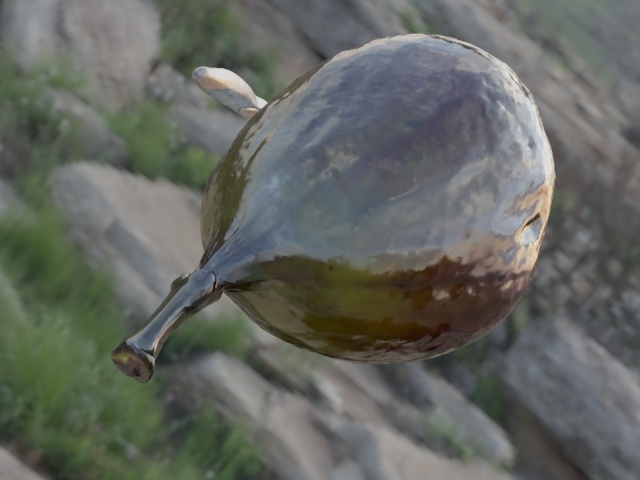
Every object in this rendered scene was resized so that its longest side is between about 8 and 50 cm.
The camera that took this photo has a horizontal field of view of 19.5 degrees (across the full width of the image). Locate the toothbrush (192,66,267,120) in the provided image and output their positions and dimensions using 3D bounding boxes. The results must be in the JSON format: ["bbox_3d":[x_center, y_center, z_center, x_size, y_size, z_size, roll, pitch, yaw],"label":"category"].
[{"bbox_3d":[-0.061,-0.119,1.663,0.375,0.028,0.037,26,49,-77],"label":"toothbrush"}]

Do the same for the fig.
[{"bbox_3d":[-0.002,0.000,0.914,0.145,0.170,0.274,30,37,31],"label":"fig"}]
